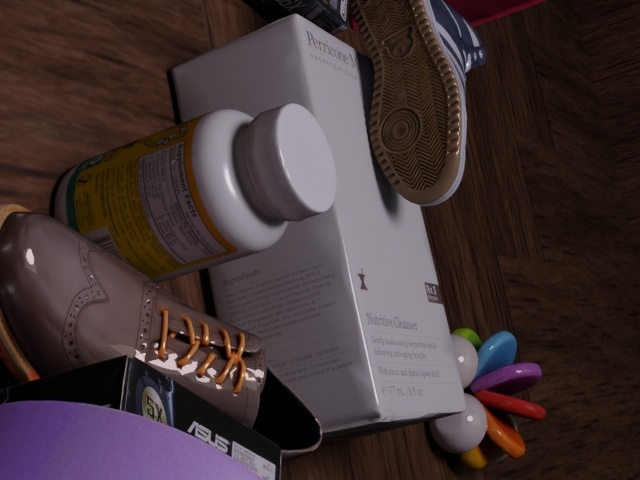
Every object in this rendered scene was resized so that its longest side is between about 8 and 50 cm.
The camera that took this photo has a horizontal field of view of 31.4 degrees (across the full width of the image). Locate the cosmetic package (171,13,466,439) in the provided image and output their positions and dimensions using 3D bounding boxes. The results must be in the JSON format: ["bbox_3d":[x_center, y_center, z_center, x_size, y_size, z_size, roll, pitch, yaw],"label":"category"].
[{"bbox_3d":[0.000,0.000,1.122,0.217,0.156,0.385,11,65,-62],"label":"cosmetic package"}]

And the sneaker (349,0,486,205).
[{"bbox_3d":[0.116,-0.151,1.166,0.153,0.099,0.282,27,47,-55],"label":"sneaker"}]

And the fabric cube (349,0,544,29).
[{"bbox_3d":[0.170,-0.445,1.596,0.259,0.254,0.258,-6,82,-63],"label":"fabric cube"}]

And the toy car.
[{"bbox_3d":[0.217,0.194,1.445,0.159,0.136,0.182,25,53,-55],"label":"toy car"}]

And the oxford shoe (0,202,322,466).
[{"bbox_3d":[-0.116,0.077,0.849,0.364,0.132,0.130,49,38,-51],"label":"oxford shoe"}]

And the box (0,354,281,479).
[{"bbox_3d":[-0.136,0.161,0.788,0.180,0.147,0.078,41,41,-45],"label":"box"}]

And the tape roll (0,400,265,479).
[{"bbox_3d":[-0.125,0.219,0.634,0.275,0.274,0.090,60,30,-25],"label":"tape roll"}]

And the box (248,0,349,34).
[{"bbox_3d":[-0.051,-0.421,1.313,0.242,0.076,0.308,29,58,-53],"label":"box"}]

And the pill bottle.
[{"bbox_3d":[-0.097,-0.036,0.904,0.117,0.208,0.118,39,43,-48],"label":"pill bottle"}]
